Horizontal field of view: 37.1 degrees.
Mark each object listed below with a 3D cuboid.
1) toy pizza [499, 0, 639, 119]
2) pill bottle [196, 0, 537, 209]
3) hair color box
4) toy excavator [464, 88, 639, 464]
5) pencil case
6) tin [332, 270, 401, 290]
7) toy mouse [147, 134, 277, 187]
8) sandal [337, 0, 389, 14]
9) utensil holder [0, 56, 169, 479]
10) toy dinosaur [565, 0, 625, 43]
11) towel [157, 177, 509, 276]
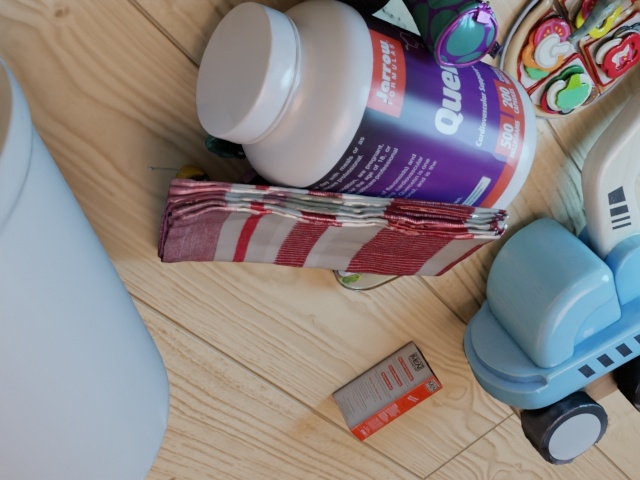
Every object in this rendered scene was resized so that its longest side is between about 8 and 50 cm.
[{"bbox_3d":[0.298,-0.219,1.092,0.201,0.032,0.201,-15,135,-16],"label":"toy pizza"},{"bbox_3d":[0.048,-0.123,0.939,0.322,0.181,0.181,13,123,-36],"label":"pill bottle"},{"bbox_3d":[0.095,0.214,1.357,0.141,0.072,0.043,-34,136,5],"label":"hair color box"},{"bbox_3d":[0.366,0.015,1.239,0.432,0.222,0.445,-29,128,-3],"label":"toy excavator"},{"bbox_3d":[0.116,-0.227,0.900,0.064,0.152,0.070,25,121,-37],"label":"pencil case"},{"bbox_3d":[0.099,-0.002,1.185,0.189,0.040,0.106,-23,133,-7],"label":"tin"},{"bbox_3d":[-0.086,-0.083,1.013,0.143,0.031,0.161,-37,138,4],"label":"toy mouse"},{"bbox_3d":[0.049,-0.281,0.889,0.067,0.040,0.179,3,139,-17],"label":"sandal"},{"bbox_3d":[-0.329,0.069,0.817,0.327,0.328,0.385,-25,139,-5],"label":"utensil holder"},{"bbox_3d":[0.376,-0.295,1.027,0.118,0.064,0.268,33,98,-31],"label":"toy dinosaur"},{"bbox_3d":[0.000,0.000,0.985,0.328,0.037,0.237,4,166,-10],"label":"towel"}]
